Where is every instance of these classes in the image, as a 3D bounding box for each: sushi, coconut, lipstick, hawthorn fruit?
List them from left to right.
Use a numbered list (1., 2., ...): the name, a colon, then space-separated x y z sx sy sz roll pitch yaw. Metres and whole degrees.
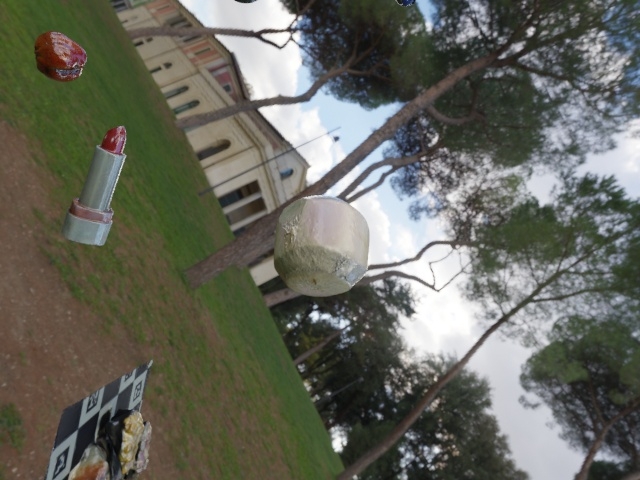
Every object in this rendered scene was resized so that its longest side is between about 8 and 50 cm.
1. hawthorn fruit: -0.479 -0.338 0.858 0.093 0.093 0.093 57 -14 23
2. lipstick: -0.331 -0.088 0.698 0.063 0.186 0.057 15 15 -39
3. sushi: -0.207 0.233 0.462 0.210 0.040 0.192 104 -1 -84
4. coconut: 0.000 0.000 1.020 0.224 0.225 0.233 94 -6 -67

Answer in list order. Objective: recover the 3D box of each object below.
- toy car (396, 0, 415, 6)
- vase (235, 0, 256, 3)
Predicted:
1. toy car: 0.210 -0.719 1.241 0.216 0.103 0.063 58 11 25
2. vase: -0.168 -0.627 0.986 0.086 0.086 0.214 57 -16 22
